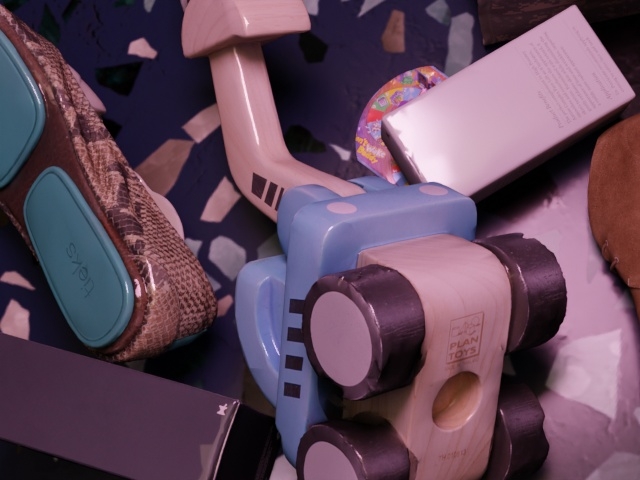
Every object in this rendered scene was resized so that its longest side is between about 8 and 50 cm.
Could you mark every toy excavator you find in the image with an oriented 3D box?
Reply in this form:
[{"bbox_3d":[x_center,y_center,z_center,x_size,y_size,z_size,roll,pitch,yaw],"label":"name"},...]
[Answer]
[{"bbox_3d":[0.000,0.000,1.184,0.445,0.222,0.432,29,122,46],"label":"toy excavator"}]

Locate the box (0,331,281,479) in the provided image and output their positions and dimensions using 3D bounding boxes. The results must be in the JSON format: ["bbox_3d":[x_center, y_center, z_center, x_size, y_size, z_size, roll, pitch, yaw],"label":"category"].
[{"bbox_3d":[-0.187,0.177,1.206,0.261,0.184,0.103,14,77,16],"label":"box"}]

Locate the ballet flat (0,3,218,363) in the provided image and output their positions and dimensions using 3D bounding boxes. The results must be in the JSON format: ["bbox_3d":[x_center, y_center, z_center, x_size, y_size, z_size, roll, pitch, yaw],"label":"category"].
[{"bbox_3d":[-0.264,-0.075,1.305,0.164,0.182,0.482,-47,67,26],"label":"ballet flat"}]

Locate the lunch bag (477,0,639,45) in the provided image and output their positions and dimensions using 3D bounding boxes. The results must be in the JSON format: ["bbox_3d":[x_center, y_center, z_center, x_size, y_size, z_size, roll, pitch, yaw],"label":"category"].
[{"bbox_3d":[0.250,-0.375,1.289,0.235,0.169,0.286,-11,76,8],"label":"lunch bag"}]

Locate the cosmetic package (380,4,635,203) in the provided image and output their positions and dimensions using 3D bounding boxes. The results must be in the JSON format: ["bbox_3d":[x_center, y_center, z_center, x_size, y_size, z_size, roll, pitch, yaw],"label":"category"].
[{"bbox_3d":[0.186,-0.124,1.251,0.231,0.085,0.117,-30,80,-4],"label":"cosmetic package"}]

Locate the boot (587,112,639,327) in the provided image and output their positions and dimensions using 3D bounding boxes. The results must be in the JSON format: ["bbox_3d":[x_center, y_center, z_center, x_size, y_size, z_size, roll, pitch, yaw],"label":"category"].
[{"bbox_3d":[0.326,0.021,1.210,0.115,0.112,0.305,-7,75,41],"label":"boot"}]

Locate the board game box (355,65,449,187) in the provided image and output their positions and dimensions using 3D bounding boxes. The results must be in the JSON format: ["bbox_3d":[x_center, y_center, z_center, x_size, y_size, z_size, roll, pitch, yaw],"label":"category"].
[{"bbox_3d":[0.116,-0.111,1.308,0.169,0.033,0.133,39,84,19],"label":"board game box"}]

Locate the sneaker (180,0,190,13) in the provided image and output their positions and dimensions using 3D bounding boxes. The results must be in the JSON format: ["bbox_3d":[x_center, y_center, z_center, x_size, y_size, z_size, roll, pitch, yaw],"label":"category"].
[{"bbox_3d":[-0.145,-0.435,1.418,0.258,0.169,0.447,3,73,26],"label":"sneaker"}]
